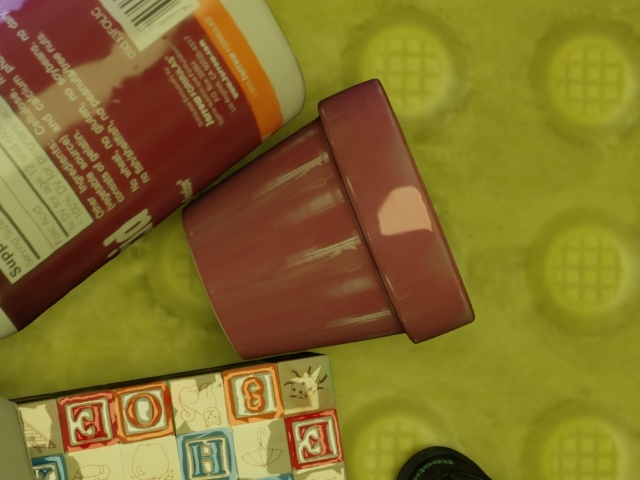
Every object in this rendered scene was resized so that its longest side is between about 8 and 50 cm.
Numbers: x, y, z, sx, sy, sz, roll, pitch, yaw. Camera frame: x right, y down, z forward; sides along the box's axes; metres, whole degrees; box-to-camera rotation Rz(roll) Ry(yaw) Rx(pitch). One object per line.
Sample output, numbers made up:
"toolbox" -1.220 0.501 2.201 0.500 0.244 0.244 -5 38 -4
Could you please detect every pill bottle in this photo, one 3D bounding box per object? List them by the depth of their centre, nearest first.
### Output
"pill bottle" -0.225 -0.069 1.293 0.392 0.224 0.224 -38 95 -10

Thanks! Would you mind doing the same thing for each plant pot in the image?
"plant pot" 0.000 0.000 1.361 0.180 0.201 0.201 -21 92 4

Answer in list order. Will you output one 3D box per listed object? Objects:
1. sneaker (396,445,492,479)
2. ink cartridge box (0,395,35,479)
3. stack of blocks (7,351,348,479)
"sneaker" 0.162 0.280 1.417 0.267 0.106 0.101 46 79 -8
"ink cartridge box" -0.362 0.190 1.206 0.289 0.211 0.122 -25 62 13
"stack of blocks" -0.131 0.193 1.371 0.297 0.087 0.171 -8 90 -11
